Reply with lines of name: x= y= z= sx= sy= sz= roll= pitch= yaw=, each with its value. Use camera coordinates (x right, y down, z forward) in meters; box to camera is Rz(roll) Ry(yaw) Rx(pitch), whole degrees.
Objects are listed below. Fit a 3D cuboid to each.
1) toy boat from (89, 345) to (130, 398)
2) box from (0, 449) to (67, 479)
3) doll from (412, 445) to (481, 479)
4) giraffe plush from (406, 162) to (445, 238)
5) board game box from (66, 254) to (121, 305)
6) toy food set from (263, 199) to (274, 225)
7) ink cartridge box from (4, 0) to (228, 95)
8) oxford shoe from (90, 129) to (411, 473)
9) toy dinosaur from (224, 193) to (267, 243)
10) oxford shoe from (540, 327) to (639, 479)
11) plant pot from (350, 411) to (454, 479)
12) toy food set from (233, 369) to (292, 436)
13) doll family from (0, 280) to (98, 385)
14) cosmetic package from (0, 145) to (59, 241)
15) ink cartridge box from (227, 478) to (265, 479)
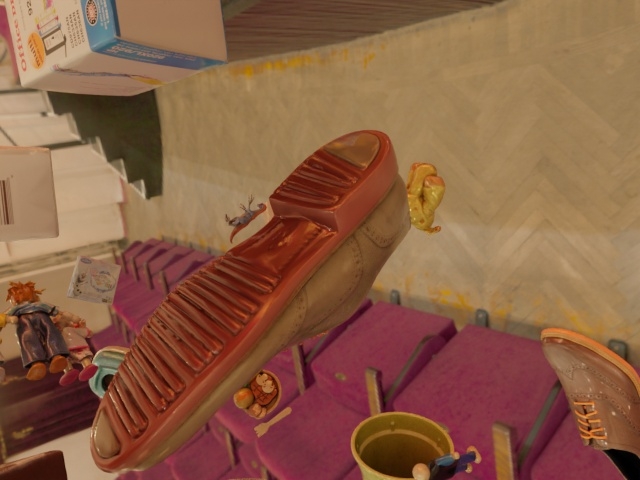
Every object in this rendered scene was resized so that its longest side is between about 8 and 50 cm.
toy boat: x=-0.574 y=0.481 z=1.430 sx=0.267 sy=0.148 sz=0.318 roll=17 pitch=105 yaw=8
box: x=-0.238 y=0.251 z=0.249 sx=0.167 sy=0.168 sz=0.203 roll=27 pitch=-136 yaw=-77
doll: x=0.278 y=0.512 z=1.090 sx=0.046 sy=0.189 sz=0.129 roll=52 pitch=123 yaw=43
giraffe plush: x=0.216 y=-0.099 z=1.293 sx=0.181 sy=0.170 sz=0.210 roll=-127 pitch=36 yaw=-74
board game box: x=-0.484 y=0.087 z=1.044 sx=0.020 sy=0.090 sz=0.090 roll=-13 pitch=64 yaw=47
toy food set: x=0.000 y=0.000 z=1.344 sx=0.092 sy=0.306 sz=0.219 roll=-53 pitch=40 yaw=39
ink cartridge box: x=-0.266 y=-0.297 z=0.626 sx=0.233 sy=0.168 sz=0.171 roll=-3 pitch=97 yaw=37
oxford shoe: x=-0.033 y=0.063 z=0.418 sx=0.123 sy=0.348 sz=0.130 roll=27 pitch=158 yaw=50
toy dinosaur: x=-0.142 y=-0.045 z=0.940 sx=0.047 sy=0.082 sz=0.090 roll=-164 pitch=68 yaw=-66
oxford shoe: x=0.546 y=0.323 z=0.938 sx=0.363 sy=0.133 sz=0.130 roll=47 pitch=154 yaw=-4
plant pot: x=0.221 y=0.665 z=1.343 sx=0.276 sy=0.276 sz=0.254 roll=21 pitch=118 yaw=53
toy food set: x=-0.172 y=0.418 z=1.329 sx=0.192 sy=0.132 sz=0.038 roll=52 pitch=173 yaw=27
doll family: x=-0.459 y=0.136 z=0.723 sx=0.163 sy=0.263 sz=0.118 roll=47 pitch=122 yaw=29
cosmetic package: x=-0.668 y=-0.106 z=0.958 sx=0.453 sy=0.230 sz=0.161 roll=16 pitch=109 yaw=55
ink cartridge box: x=-0.134 y=0.544 z=0.889 sx=0.127 sy=0.072 sz=0.175 roll=-90 pitch=-1 yaw=-55
